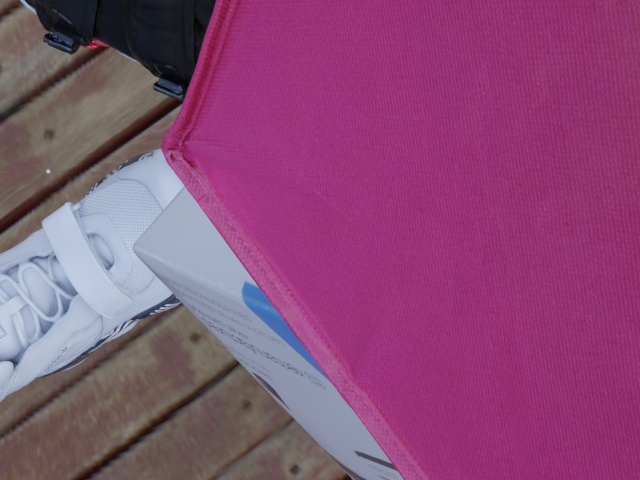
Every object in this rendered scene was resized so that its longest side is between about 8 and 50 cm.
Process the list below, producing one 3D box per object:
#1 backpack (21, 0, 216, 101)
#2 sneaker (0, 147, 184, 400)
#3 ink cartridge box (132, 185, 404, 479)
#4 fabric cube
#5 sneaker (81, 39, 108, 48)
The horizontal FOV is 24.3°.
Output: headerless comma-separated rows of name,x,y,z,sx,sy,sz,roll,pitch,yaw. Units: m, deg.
backpack,-0.099,-0.248,1.007,0.225,0.253,0.191,26,62,10
sneaker,-0.249,0.051,1.369,0.210,0.366,0.137,-28,83,-50
ink cartridge box,0.114,0.099,0.919,0.166,0.285,0.395,-50,124,-14
fabric cube,0.137,-0.057,0.519,0.258,0.254,0.259,-25,68,-32
sneaker,-0.170,-0.212,1.338,0.221,0.087,0.128,18,60,-37
